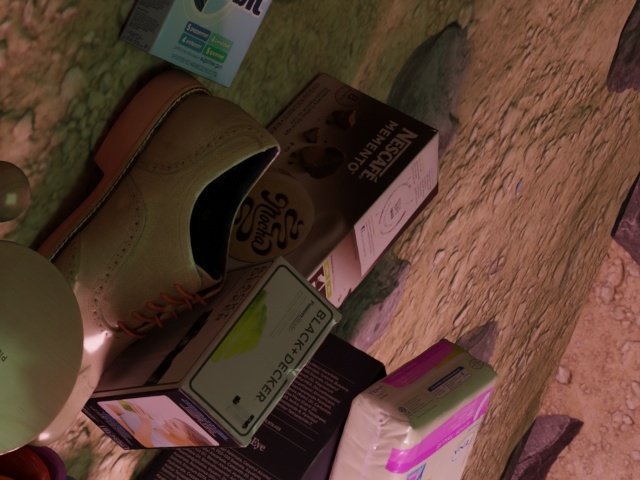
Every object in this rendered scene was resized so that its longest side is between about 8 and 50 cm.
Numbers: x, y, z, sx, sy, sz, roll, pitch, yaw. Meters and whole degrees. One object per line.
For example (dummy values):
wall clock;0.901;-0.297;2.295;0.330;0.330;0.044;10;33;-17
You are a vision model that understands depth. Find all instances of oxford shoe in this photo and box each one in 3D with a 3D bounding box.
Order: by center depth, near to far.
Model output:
oxford shoe;-0.180;0.038;1.354;0.397;0.147;0.140;-62;159;6

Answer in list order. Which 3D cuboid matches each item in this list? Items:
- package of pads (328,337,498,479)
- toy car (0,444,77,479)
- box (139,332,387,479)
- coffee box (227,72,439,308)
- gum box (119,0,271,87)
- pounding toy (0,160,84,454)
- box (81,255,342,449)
package of pads;0.103;0.289;1.820;0.229;0.101;0.296;-25;138;-52
toy car;-0.297;0.268;1.419;0.182;0.159;0.136;34;47;-64
box;-0.050;0.309;1.880;0.312;0.179;0.343;-54;156;-19
coffee box;-0.016;-0.029;1.585;0.297;0.168;0.119;-47;153;-27
gum box;-0.095;-0.248;1.339;0.184;0.041;0.157;-63;156;6
pounding toy;-0.313;0.062;1.210;0.183;0.110;0.236;-23;108;-39
box;-0.121;0.117;1.415;0.169;0.087;0.290;-52;-162;-25
